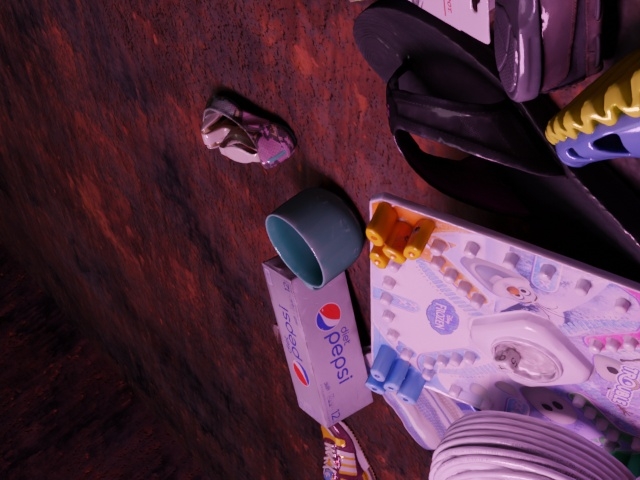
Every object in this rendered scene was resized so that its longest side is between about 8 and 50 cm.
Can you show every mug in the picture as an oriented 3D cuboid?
[{"bbox_3d":[-0.004,-0.008,1.830,0.129,0.097,0.158,52,160,1],"label":"mug"}]

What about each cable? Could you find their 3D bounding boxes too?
[{"bbox_3d":[0.256,0.300,1.515,0.257,0.089,0.257,24,150,7],"label":"cable"}]

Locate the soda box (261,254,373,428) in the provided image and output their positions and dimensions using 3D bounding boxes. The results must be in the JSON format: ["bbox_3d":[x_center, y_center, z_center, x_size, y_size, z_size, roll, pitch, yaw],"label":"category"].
[{"bbox_3d":[-0.002,0.148,2.012,0.091,0.098,0.286,29,140,51],"label":"soda box"}]

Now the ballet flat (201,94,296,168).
[{"bbox_3d":[-0.125,-0.157,1.872,0.221,0.079,0.077,30,150,47],"label":"ballet flat"}]

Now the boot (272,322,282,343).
[{"bbox_3d":[-0.030,0.145,2.100,0.037,0.114,0.106,39,155,34],"label":"boot"}]

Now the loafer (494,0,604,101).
[{"bbox_3d":[0.203,-0.247,1.062,0.302,0.095,0.109,87,171,-49],"label":"loafer"}]

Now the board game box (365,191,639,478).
[{"bbox_3d":[0.228,0.133,1.412,0.390,0.050,0.390,21,150,15],"label":"board game box"}]

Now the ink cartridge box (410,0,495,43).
[{"bbox_3d":[0.114,-0.273,1.209,0.180,0.060,0.104,38,154,34],"label":"ink cartridge box"}]

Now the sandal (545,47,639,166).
[{"bbox_3d":[0.299,-0.095,1.027,0.138,0.126,0.317,52,161,-9],"label":"sandal"}]

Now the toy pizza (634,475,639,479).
[{"bbox_3d":[0.394,0.339,1.409,0.201,0.201,0.032,58,175,-12],"label":"toy pizza"}]

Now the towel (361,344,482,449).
[{"bbox_3d":[0.162,0.236,1.957,0.209,0.034,0.285,53,159,-2],"label":"towel"}]

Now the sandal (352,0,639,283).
[{"bbox_3d":[0.177,-0.086,1.307,0.446,0.107,0.167,45,158,17],"label":"sandal"}]

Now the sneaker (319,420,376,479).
[{"bbox_3d":[0.035,0.417,2.440,0.185,0.084,0.069,60,158,-18],"label":"sneaker"}]
